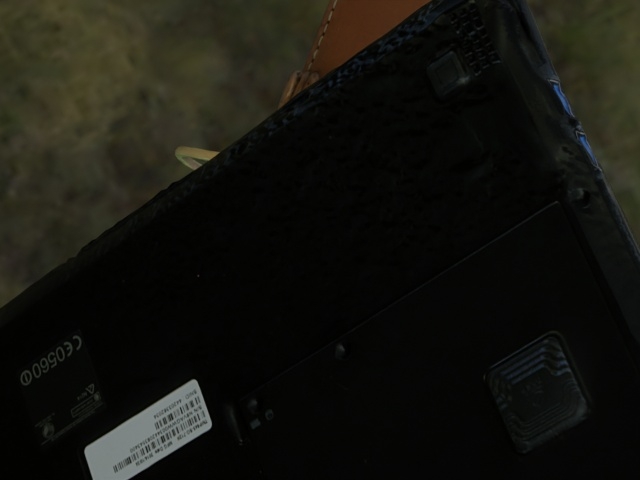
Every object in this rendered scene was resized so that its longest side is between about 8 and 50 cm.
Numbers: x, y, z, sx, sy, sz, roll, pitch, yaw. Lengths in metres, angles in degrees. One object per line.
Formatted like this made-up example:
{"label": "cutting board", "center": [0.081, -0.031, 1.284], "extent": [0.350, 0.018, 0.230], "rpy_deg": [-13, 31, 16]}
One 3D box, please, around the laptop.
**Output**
{"label": "laptop", "center": [0.029, 0.119, 0.471], "extent": [0.136, 0.234, 0.264], "rpy_deg": [18, 44, -55]}

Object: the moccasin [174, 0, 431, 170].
{"label": "moccasin", "center": [-0.002, -0.002, 1.119], "extent": [0.139, 0.380, 0.147], "rpy_deg": [35, 21, 30]}
